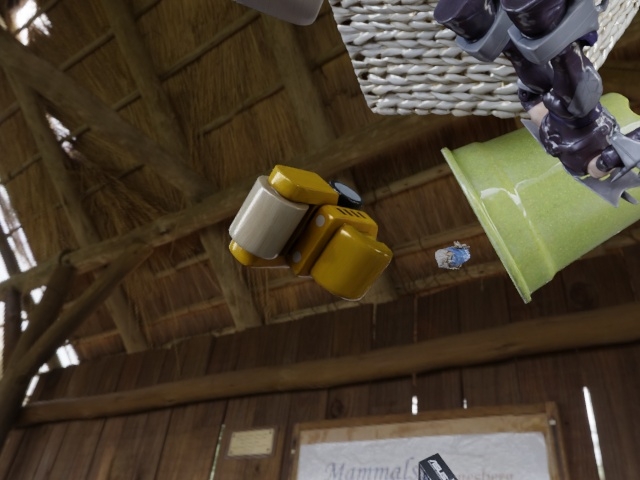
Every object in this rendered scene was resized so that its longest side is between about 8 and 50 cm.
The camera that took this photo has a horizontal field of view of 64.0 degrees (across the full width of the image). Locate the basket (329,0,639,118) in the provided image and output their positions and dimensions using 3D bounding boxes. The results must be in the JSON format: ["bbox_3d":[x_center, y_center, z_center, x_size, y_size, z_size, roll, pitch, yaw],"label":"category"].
[{"bbox_3d":[0.224,-0.354,0.684,0.328,0.331,0.266,15,-38,41],"label":"basket"}]

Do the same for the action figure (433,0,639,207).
[{"bbox_3d":[0.226,-0.137,0.466,0.099,0.185,0.285,-48,-47,9],"label":"action figure"}]

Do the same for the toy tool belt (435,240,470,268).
[{"bbox_3d":[0.273,0.028,1.015,0.083,0.052,0.051,-11,-13,-31],"label":"toy tool belt"}]

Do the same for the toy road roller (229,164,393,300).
[{"bbox_3d":[0.000,0.000,1.075,0.329,0.240,0.203,6,-57,-51],"label":"toy road roller"}]

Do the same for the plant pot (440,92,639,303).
[{"bbox_3d":[0.363,-0.082,0.782,0.253,0.276,0.276,-29,-45,16],"label":"plant pot"}]

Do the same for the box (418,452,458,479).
[{"bbox_3d":[0.315,0.684,1.228,0.060,0.216,0.270,-18,-57,-18],"label":"box"}]

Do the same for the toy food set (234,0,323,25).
[{"bbox_3d":[-0.073,-0.313,0.378,0.219,0.306,0.092,18,-24,-12],"label":"toy food set"}]
